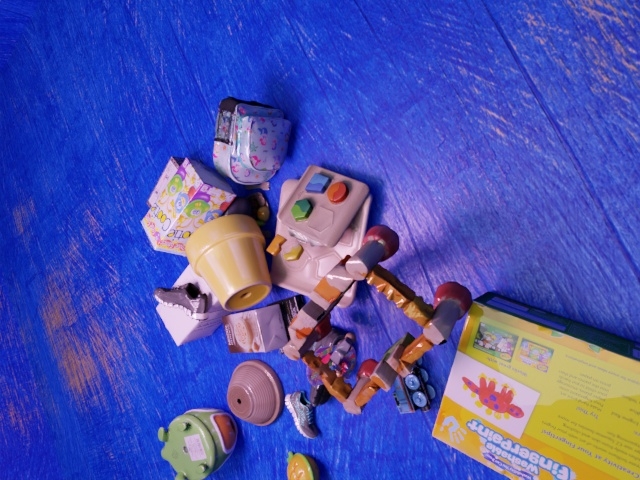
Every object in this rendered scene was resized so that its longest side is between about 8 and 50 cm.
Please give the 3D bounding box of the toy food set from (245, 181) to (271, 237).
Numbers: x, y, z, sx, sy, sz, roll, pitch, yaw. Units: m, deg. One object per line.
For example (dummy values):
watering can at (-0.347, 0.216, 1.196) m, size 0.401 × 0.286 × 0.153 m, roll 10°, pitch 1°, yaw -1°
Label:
toy food set at (-0.229, -0.104, 1.549) m, size 0.132 × 0.038 × 0.192 m, roll 0°, pitch 94°, yaw 34°

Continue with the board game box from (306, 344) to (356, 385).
board game box at (0.042, 0.381, 1.335) m, size 0.033 × 0.169 × 0.133 m, roll 36°, pitch 123°, yaw 58°

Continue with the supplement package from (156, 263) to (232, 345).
supplement package at (-0.430, 0.217, 1.629) m, size 0.293 × 0.175 × 0.177 m, roll -46°, pitch 71°, yaw 27°

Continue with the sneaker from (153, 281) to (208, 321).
sneaker at (-0.464, 0.183, 1.500) m, size 0.234 × 0.078 × 0.106 m, roll 18°, pitch 101°, yaw 26°

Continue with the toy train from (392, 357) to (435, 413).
toy train at (0.247, 0.394, 1.254) m, size 0.105 × 0.080 × 0.184 m, roll -27°, pitch 79°, yaw 38°

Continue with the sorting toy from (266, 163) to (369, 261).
sorting toy at (-0.025, -0.071, 1.296) m, size 0.229 × 0.041 × 0.307 m, roll 28°, pitch 82°, yaw 34°

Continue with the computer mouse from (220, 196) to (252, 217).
computer mouse at (-0.321, -0.035, 1.520) m, size 0.272 × 0.188 × 0.072 m, roll -48°, pitch 49°, yaw 29°

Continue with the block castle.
block castle at (0.126, 0.202, 1.130) m, size 0.303 × 0.213 × 0.453 m, roll 39°, pitch 130°, yaw 8°

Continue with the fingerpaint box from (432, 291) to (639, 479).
fingerpaint box at (0.530, 0.370, 1.009) m, size 0.445 × 0.163 × 0.371 m, roll 19°, pitch 104°, yaw 33°

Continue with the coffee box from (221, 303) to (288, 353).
coffee box at (-0.227, 0.304, 1.510) m, size 0.246 × 0.098 × 0.141 m, roll -21°, pitch 81°, yaw 50°

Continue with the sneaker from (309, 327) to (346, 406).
sneaker at (0.012, 0.397, 1.414) m, size 0.106 × 0.101 × 0.267 m, roll 27°, pitch 106°, yaw 47°

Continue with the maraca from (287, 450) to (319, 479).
maraca at (-0.067, 0.775, 1.488) m, size 0.186 × 0.099 × 0.127 m, roll -22°, pitch 72°, yaw 58°

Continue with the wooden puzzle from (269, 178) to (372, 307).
wooden puzzle at (0.000, 0.000, 1.388) m, size 0.322 × 0.080 × 0.347 m, roll 15°, pitch 98°, yaw 32°

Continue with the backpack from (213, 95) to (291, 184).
backpack at (-0.220, -0.305, 1.418) m, size 0.191 × 0.225 × 0.253 m, roll 31°, pitch 114°, yaw 33°

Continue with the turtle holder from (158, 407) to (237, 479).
turtle holder at (-0.451, 0.764, 1.661) m, size 0.243 × 0.227 × 0.320 m, roll 41°, pitch 116°, yaw 23°

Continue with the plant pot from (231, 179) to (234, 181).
plant pot at (-0.298, -0.250, 1.556) m, size 0.081 × 0.083 × 0.081 m, roll 42°, pitch 115°, yaw 25°

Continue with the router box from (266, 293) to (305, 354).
router box at (-0.098, 0.282, 1.491) m, size 0.133 × 0.046 × 0.178 m, roll -20°, pitch 82°, yaw 34°

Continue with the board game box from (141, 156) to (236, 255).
board game box at (-0.425, -0.101, 1.431) m, size 0.275 × 0.144 × 0.142 m, roll -49°, pitch 56°, yaw 17°

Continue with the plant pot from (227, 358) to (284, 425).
plant pot at (-0.251, 0.553, 1.581) m, size 0.237 × 0.110 × 0.237 m, roll 3°, pitch 96°, yaw 32°

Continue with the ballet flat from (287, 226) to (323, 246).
ballet flat at (-0.031, -0.011, 1.338) m, size 0.168 × 0.057 × 0.052 m, roll 25°, pitch 131°, yaw 34°

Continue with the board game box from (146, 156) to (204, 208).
board game box at (-0.475, -0.126, 1.650) m, size 0.291 × 0.141 × 0.232 m, roll 50°, pitch 118°, yaw 20°

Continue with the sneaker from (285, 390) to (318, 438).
sneaker at (-0.051, 0.575, 1.479) m, size 0.076 × 0.065 × 0.166 m, roll -42°, pitch 73°, yaw 25°

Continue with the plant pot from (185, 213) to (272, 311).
plant pot at (-0.276, 0.084, 1.427) m, size 0.254 × 0.254 × 0.239 m, roll -45°, pitch 59°, yaw 28°
